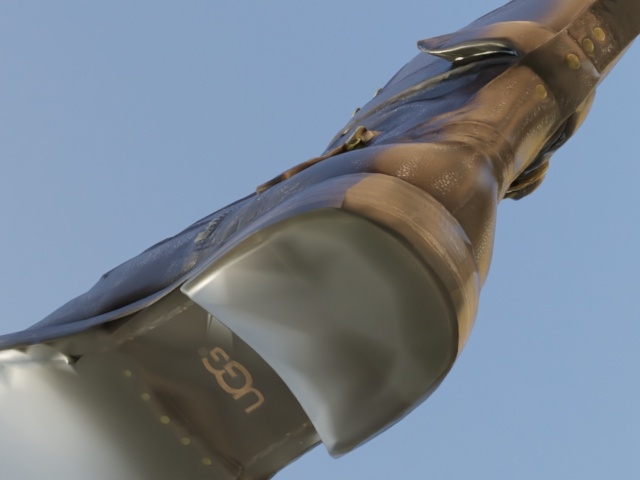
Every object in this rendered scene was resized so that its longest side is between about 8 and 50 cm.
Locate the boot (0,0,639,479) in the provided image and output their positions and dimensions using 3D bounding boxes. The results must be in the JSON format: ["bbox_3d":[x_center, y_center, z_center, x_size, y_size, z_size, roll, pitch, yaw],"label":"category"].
[{"bbox_3d":[0.000,0.000,0.464,0.091,0.263,0.229,56,-143,-12],"label":"boot"}]
